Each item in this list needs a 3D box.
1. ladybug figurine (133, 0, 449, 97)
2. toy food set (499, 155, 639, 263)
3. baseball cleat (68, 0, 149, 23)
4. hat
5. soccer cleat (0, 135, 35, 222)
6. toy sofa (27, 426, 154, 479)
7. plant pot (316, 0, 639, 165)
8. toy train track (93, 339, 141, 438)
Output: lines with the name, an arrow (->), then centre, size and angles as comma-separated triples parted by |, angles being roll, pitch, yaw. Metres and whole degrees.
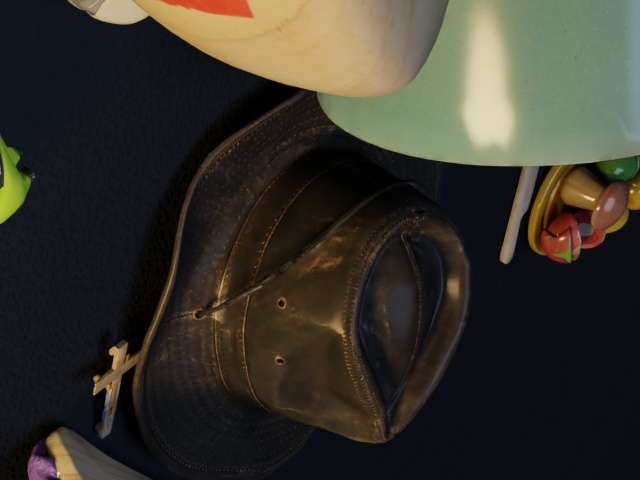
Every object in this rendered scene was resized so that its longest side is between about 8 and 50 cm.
ladybug figurine -> -0.052, -0.261, 0.666 | 0.305, 0.162, 0.449 | -78, 158, -54
toy food set -> 0.260, -0.032, 1.517 | 0.218, 0.071, 0.128 | -19, 132, -49
baseball cleat -> -0.078, -0.212, 0.835 | 0.109, 0.072, 0.206 | 24, 92, -54
hat -> 0.024, 0.049, 1.138 | 0.331, 0.134, 0.331 | -35, 140, -36
soccer cleat -> -0.197, -0.054, 0.810 | 0.072, 0.060, 0.179 | -47, 151, -19
toy sofa -> -0.133, 0.279, 1.154 | 0.150, 0.177, 0.362 | -35, 151, 7
plant pot -> 0.130, -0.211, 0.959 | 0.293, 0.293, 0.235 | -31, 125, -40
toy train track -> -0.142, 0.098, 1.079 | 0.048, 0.014, 0.083 | -37, 150, -47
